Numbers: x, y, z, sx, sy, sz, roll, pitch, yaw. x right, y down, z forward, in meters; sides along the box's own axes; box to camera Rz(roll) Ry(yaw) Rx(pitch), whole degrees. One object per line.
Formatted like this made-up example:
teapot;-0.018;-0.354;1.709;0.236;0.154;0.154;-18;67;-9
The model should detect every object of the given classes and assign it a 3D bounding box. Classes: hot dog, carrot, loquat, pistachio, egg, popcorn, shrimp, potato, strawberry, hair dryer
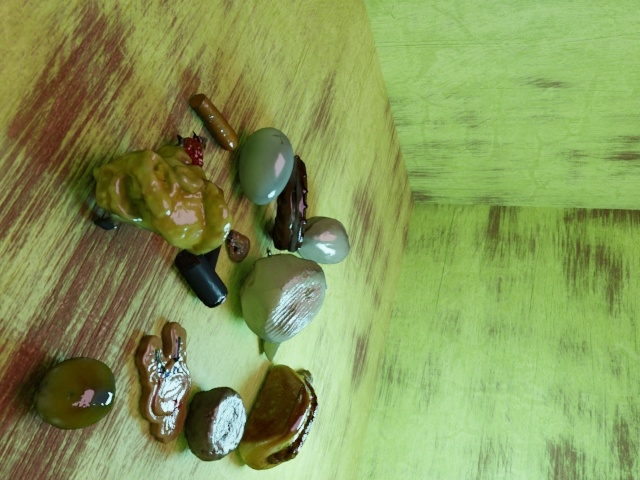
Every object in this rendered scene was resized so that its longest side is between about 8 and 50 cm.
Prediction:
hot dog;-0.134;0.662;2.083;0.405;0.223;0.185;-66;147;-42
carrot;-0.315;-0.352;1.693;0.225;0.067;0.067;55;44;-55
loquat;-0.523;0.326;1.186;0.195;0.152;0.152;15;79;-59
pistachio;0.000;0.000;2.368;0.226;0.208;0.332;-45;152;12
egg;-0.186;-0.250;1.872;0.183;0.183;0.264;23;78;-67
popcorn;-0.366;-0.112;1.302;0.316;0.297;0.281;18;92;-35
shrimp;-0.288;0.014;1.864;0.099;0.041;0.180;-64;154;-14
potato;-0.185;0.377;2.147;0.120;0.081;0.149;-60;-179;15
strawberry;-0.380;-0.178;1.529;0.175;0.107;0.236;163;-65;-74
hair dryer;-0.341;0.048;1.695;0.197;0.089;0.251;65;26;-46

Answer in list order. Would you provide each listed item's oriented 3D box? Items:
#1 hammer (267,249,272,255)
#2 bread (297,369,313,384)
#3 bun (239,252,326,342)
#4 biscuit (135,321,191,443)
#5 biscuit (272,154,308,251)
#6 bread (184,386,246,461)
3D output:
hammer;-0.174;0.114;2.176;0.062;0.013;0.199;-63;148;-46
bread;-0.080;0.624;2.403;0.233;0.076;0.105;-39;130;-63
bun;-0.141;0.197;1.967;0.362;0.234;0.326;29;87;-58
biscuit;-0.427;0.402;1.553;0.202;0.047;0.334;-25;117;-65
biscuit;-0.112;-0.137;2.051;0.268;0.115;0.366;-174;-95;-80
bread;-0.329;0.560;1.718;0.230;0.123;0.230;-11;102;-62
